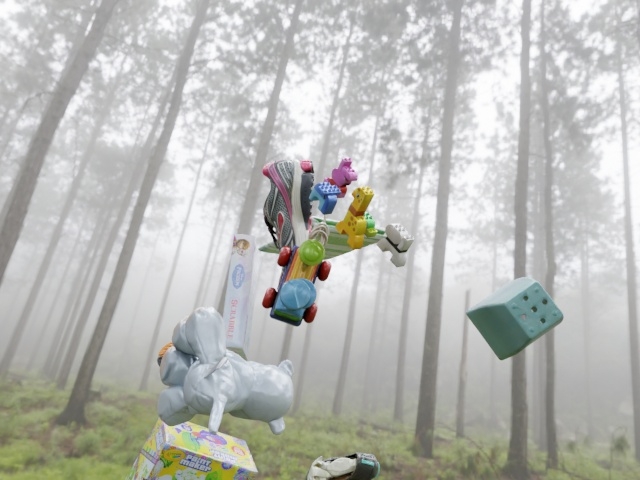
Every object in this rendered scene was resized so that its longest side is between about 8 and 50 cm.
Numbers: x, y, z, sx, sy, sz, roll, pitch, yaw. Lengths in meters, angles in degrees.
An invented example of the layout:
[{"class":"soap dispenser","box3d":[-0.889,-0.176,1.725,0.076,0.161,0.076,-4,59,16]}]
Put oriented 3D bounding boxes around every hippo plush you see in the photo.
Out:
[{"class":"hippo plush","box3d":[-0.167,0.265,1.098,0.237,0.234,0.294,16,-21,-34]}]

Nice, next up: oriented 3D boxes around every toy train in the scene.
[{"class":"toy train","box3d":[-0.023,0.029,1.008,0.105,0.248,0.143,20,-17,-3]}]

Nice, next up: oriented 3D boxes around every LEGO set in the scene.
[{"class":"LEGO set","box3d":[0.062,-0.063,0.889,0.087,0.227,0.093,-8,-43,-39]}]

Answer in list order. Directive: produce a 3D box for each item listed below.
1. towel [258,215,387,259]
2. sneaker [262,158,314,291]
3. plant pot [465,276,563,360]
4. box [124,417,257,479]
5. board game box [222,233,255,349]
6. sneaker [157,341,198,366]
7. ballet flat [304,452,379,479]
[{"class":"towel","box3d":[0.000,0.000,1.534,0.248,0.038,0.325,8,-16,-28]},{"class":"sneaker","box3d":[-0.073,-0.027,1.187,0.112,0.299,0.121,2,-1,1]},{"class":"plant pot","box3d":[0.520,0.198,1.419,0.165,0.165,0.234,-33,-13,-6]},{"class":"box","box3d":[-0.386,0.702,1.566,0.290,0.279,0.177,29,0,-23]},{"class":"board game box","box3d":[-0.236,0.180,1.614,0.066,0.318,0.318,5,-20,-3]},{"class":"sneaker","box3d":[-0.309,0.364,1.441,0.262,0.099,0.121,33,-10,28]},{"class":"ballet flat","box3d":[0.033,0.639,1.506,0.280,0.095,0.096,-33,-51,30]}]
